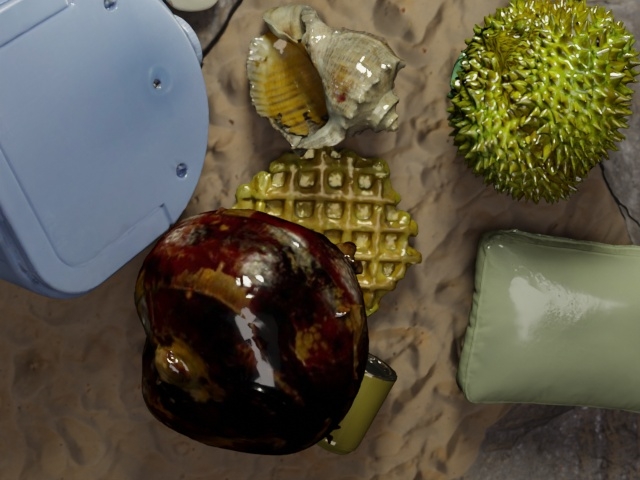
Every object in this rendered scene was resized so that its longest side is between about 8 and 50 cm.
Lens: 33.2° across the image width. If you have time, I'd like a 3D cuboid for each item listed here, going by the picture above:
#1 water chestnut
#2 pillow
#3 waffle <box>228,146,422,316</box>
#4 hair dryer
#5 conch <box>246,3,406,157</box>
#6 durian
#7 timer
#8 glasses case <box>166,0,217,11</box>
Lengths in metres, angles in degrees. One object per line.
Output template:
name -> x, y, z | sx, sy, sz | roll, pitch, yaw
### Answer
water chestnut -> -0.070, 0.097, 1.350 | 0.335, 0.347, 0.335 | 20, 136, 21
pillow -> 0.363, 0.119, 1.507 | 0.322, 0.120, 0.256 | 6, 104, -7
waffle -> 0.000, 0.000, 1.480 | 0.291, 0.051, 0.291 | -1, 103, -3
hair dryer -> -0.045, 0.186, 1.517 | 0.278, 0.090, 0.135 | 27, 103, -5
conch -> 0.001, -0.206, 1.378 | 0.178, 0.163, 0.245 | -43, 75, -9
durian -> 0.275, -0.184, 1.358 | 0.224, 0.291, 0.291 | 21, 102, 4
timer -> -0.302, -0.156, 1.293 | 0.395, 0.173, 0.395 | -12, 107, -45
glasses case -> -0.167, -0.394, 1.360 | 0.081, 0.051, 0.204 | -4, 105, -5
